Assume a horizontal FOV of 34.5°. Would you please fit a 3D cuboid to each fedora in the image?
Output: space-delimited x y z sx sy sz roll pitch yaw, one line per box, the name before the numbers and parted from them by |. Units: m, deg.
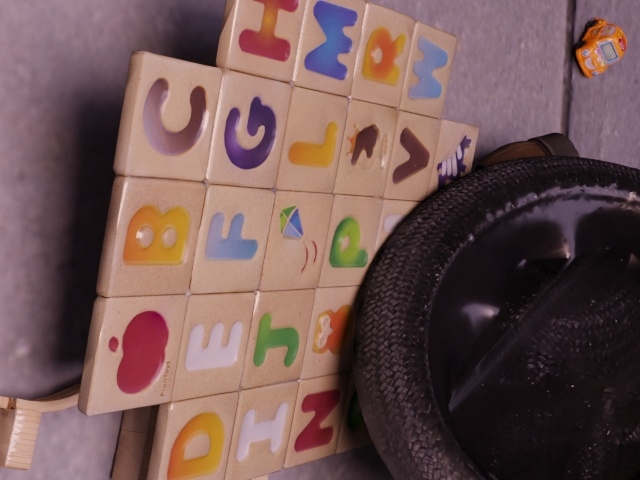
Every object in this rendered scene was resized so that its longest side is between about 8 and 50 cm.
fedora | 0.166 0.101 0.702 0.334 0.152 0.334 8 58 -12

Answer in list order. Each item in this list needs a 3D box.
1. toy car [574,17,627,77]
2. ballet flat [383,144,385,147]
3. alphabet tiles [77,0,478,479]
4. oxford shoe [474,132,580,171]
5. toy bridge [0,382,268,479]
toy car | 0.252 -0.214 0.944 0.060 0.041 0.122 -38 117 -40
ballet flat | 0.006 -0.144 0.658 0.073 0.067 0.206 -29 110 -43
alphabet tiles | 0.000 0.000 0.610 0.342 0.011 0.285 1 102 -55
oxford shoe | 0.154 0.033 0.824 0.096 0.083 0.227 -13 104 -20
toy bridge | -0.099 0.104 0.573 0.188 0.026 0.063 23 71 -45
